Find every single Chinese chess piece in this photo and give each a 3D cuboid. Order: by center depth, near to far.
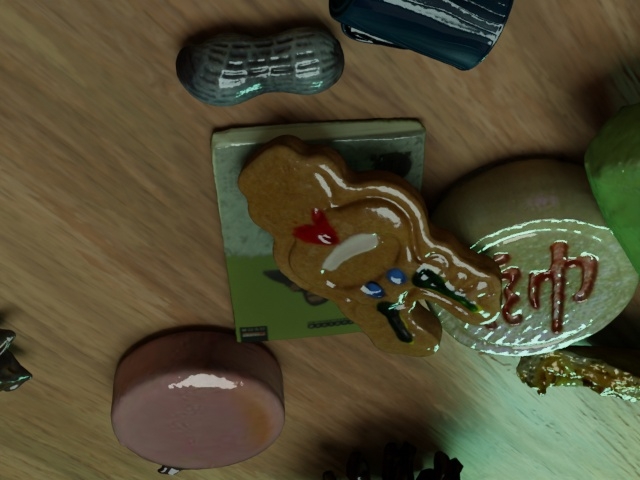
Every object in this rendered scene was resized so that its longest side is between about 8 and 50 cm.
[{"bbox_3d":[0.252,0.023,1.142,0.270,0.112,0.270,-3,136,-3],"label":"Chinese chess piece"}]

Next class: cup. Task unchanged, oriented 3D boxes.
[{"bbox_3d":[0.082,-0.219,0.865,0.138,0.113,0.150,15,131,-19],"label":"cup"}]

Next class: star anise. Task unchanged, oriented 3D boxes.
[{"bbox_3d":[-0.476,0.158,1.224,0.197,0.073,0.212,18,134,-21],"label":"star anise"}]

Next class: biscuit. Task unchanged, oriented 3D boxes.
[{"bbox_3d":[0.049,0.013,1.044,0.334,0.047,0.202,41,130,-20],"label":"biscuit"}]

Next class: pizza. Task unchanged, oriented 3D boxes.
[{"bbox_3d":[0.423,0.185,1.290,0.365,0.182,0.073,6,94,-36],"label":"pizza"}]

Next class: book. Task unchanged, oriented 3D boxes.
[{"bbox_3d":[0.000,0.000,1.142,0.239,0.035,0.352,-5,136,-4],"label":"book"}]

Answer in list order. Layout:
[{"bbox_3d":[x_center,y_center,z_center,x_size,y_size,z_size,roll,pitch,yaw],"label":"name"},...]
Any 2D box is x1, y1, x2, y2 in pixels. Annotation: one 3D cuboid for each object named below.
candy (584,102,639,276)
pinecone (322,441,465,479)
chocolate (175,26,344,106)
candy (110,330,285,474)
[{"bbox_3d":[0.403,0.002,0.999,0.132,0.142,0.343,-42,121,-3],"label":"candy"},{"bbox_3d":[0.127,0.494,1.449,0.398,0.397,0.397,-3,136,-3],"label":"pinecone"},{"bbox_3d":[-0.059,-0.173,0.928,0.167,0.072,0.072,-7,137,-3],"label":"chocolate"},{"bbox_3d":[-0.174,0.233,1.321,0.255,0.094,0.255,-3,136,-3],"label":"candy"}]
